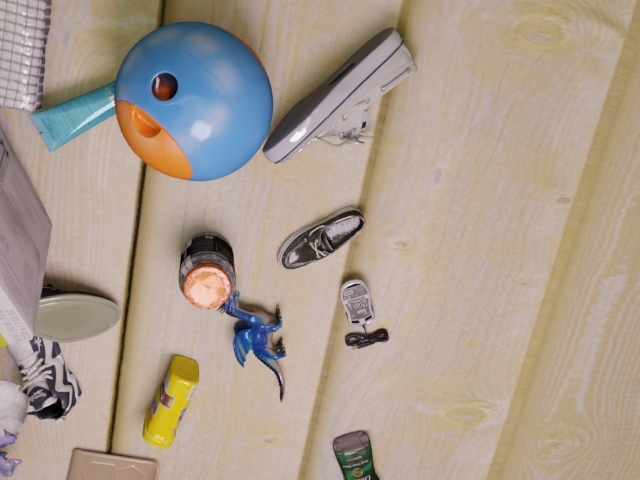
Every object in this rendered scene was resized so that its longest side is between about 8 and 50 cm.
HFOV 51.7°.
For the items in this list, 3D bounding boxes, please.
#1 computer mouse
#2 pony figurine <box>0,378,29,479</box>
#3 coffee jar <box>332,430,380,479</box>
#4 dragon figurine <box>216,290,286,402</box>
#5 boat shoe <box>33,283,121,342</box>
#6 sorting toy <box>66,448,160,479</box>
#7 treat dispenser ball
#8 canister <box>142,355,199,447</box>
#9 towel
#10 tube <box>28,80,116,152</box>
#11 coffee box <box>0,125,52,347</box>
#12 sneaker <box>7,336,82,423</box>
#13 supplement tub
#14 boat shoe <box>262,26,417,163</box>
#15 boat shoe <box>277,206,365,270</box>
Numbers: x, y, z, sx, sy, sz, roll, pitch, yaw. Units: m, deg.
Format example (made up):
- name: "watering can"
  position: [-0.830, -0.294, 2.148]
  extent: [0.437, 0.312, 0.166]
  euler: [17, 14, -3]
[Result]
- name: "computer mouse"
  position: [0.094, 0.166, 1.551]
  extent: [0.106, 0.042, 0.193]
  euler: [-14, 116, 0]
- name: "pony figurine"
  position: [-0.751, 0.411, 1.325]
  extent: [0.350, 0.363, 0.303]
  euler: [17, 67, 7]
- name: "coffee jar"
  position: [0.096, 0.581, 1.671]
  extent: [0.096, 0.079, 0.184]
  euler: [-16, 111, -4]
- name: "dragon figurine"
  position: [-0.155, 0.231, 1.506]
  extent: [0.144, 0.085, 0.289]
  euler: [-7, 109, -7]
- name: "boat shoe"
  position: [-0.592, 0.142, 1.374]
  extent: [0.340, 0.113, 0.127]
  euler: [-5, 125, -37]
- name: "sorting toy"
  position: [-0.508, 0.599, 1.602]
  extent: [0.208, 0.038, 0.193]
  euler: [15, 106, -9]
- name: "treat dispenser ball"
  position: [-0.231, -0.253, 1.219]
  extent: [0.288, 0.288, 0.288]
  euler: [-3, 109, -9]
- name: "canister"
  position: [-0.337, 0.362, 1.500]
  extent: [0.073, 0.126, 0.170]
  euler: [23, 101, -16]
- name: "towel"
  position: [-0.648, -0.374, 1.202]
  extent: [0.283, 0.121, 0.235]
  euler: [10, 108, -14]
- name: "tube"
  position: [-0.453, -0.253, 1.289]
  extent: [0.207, 0.052, 0.080]
  euler: [-29, 102, -10]
- name: "coffee box"
  position: [-0.708, -0.012, 1.147]
  extent: [0.334, 0.338, 0.338]
  euler: [-14, 131, -4]
- name: "sneaker"
  position: [-0.605, 0.294, 1.416]
  extent: [0.094, 0.153, 0.235]
  euler: [-22, 111, -3]
- name: "supplement tub"
  position: [-0.236, 0.063, 1.379]
  extent: [0.117, 0.190, 0.117]
  euler: [-3, 108, -8]
- name: "boat shoe"
  position: [0.056, -0.258, 1.361]
  extent: [0.367, 0.136, 0.156]
  euler: [-44, 113, -4]
- name: "boat shoe"
  position: [0.000, 0.000, 1.460]
  extent: [0.219, 0.070, 0.078]
  euler: [-34, 111, 3]
